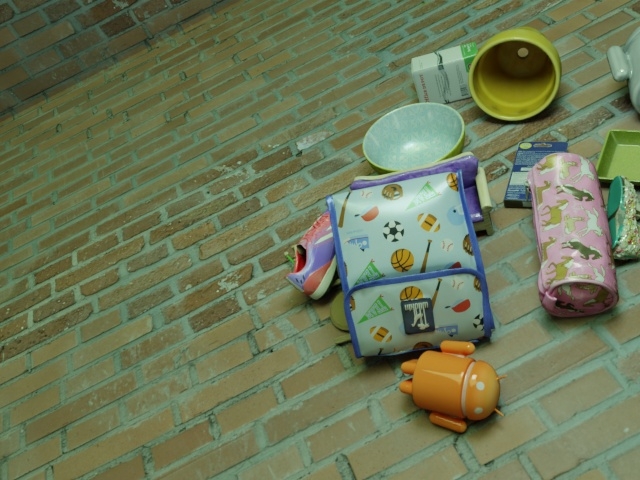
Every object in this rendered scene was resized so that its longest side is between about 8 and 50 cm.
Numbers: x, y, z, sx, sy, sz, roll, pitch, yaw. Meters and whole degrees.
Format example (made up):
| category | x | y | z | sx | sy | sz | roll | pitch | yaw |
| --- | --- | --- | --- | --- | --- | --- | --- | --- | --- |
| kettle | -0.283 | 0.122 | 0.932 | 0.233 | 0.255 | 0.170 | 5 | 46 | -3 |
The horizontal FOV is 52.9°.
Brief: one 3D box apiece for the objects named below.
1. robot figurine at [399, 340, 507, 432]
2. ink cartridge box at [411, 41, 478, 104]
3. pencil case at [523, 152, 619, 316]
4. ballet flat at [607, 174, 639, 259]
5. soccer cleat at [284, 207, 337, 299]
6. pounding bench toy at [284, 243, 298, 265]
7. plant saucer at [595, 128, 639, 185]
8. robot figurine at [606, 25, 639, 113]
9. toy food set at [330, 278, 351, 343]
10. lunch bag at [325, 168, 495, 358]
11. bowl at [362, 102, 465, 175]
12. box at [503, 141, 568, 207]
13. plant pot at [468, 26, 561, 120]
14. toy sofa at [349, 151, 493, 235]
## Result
| category | x | y | z | sx | sy | sz | roll | pitch | yaw |
| --- | --- | --- | --- | --- | --- | --- | --- | --- | --- |
| robot figurine | 0.278 | 0.301 | 1.347 | 0.220 | 0.128 | 0.158 | 7 | 52 | 30 |
| ink cartridge box | 0.405 | -0.524 | 2.049 | 0.209 | 0.153 | 0.086 | -11 | 45 | 14 |
| pencil case | 0.567 | -0.015 | 1.468 | 0.167 | 0.160 | 0.385 | -23 | 46 | 35 |
| ballet flat | 0.721 | -0.048 | 1.520 | 0.077 | 0.091 | 0.240 | 19 | 59 | 1 |
| soccer cleat | 0.000 | 0.000 | 1.724 | 0.109 | 0.117 | 0.318 | -36 | 31 | 55 |
| pounding bench toy | -0.059 | 0.051 | 1.795 | 0.083 | 0.052 | 0.065 | -18 | 45 | 9 |
| plant saucer | 0.811 | -0.200 | 1.632 | 0.188 | 0.045 | 0.188 | 10 | 54 | 32 |
| robot figurine | 0.921 | -0.459 | 1.712 | 0.300 | 0.199 | 0.353 | 11 | 51 | 4 |
| toy food set | 0.087 | 0.175 | 1.629 | 0.133 | 0.038 | 0.191 | -17 | 51 | 19 |
| lunch bag | 0.203 | 0.062 | 1.484 | 0.328 | 0.239 | 0.385 | -10 | 82 | 7 |
| bowl | 0.279 | -0.246 | 1.842 | 0.290 | 0.156 | 0.289 | -13 | 46 | 14 |
| box | 0.581 | -0.178 | 1.724 | 0.137 | 0.036 | 0.225 | 5 | 53 | 28 |
| plant pot | 0.587 | -0.519 | 1.911 | 0.254 | 0.253 | 0.239 | 0 | 35 | 25 |
| toy sofa | 0.260 | -0.088 | 1.690 | 0.363 | 0.177 | 0.150 | -11 | 46 | 15 |
